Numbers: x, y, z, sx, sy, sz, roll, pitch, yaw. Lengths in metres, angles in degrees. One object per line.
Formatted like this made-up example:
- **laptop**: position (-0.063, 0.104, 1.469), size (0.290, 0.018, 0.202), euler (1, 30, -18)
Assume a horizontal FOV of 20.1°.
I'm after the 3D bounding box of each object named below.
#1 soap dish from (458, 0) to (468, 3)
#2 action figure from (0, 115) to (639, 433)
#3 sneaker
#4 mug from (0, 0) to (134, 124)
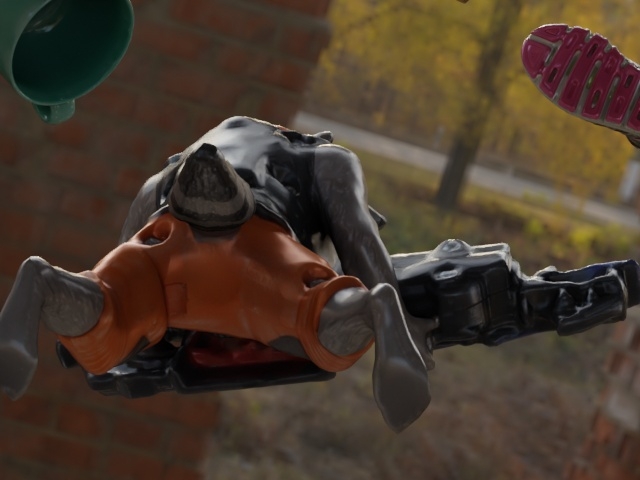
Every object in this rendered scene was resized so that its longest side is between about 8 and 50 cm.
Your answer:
- **soap dish**: position (0.067, -0.355, 1.465), size (0.291, 0.229, 0.118), euler (35, 18, 26)
- **action figure**: position (0.000, 0.000, 0.970), size (0.341, 0.179, 0.330), euler (-8, 13, 4)
- **sneaker**: position (0.228, -0.105, 1.355), size (0.170, 0.063, 0.075), euler (27, -1, 15)
- **mug**: position (-0.252, -0.190, 1.614), size (0.129, 0.158, 0.097), euler (10, 30, -53)
